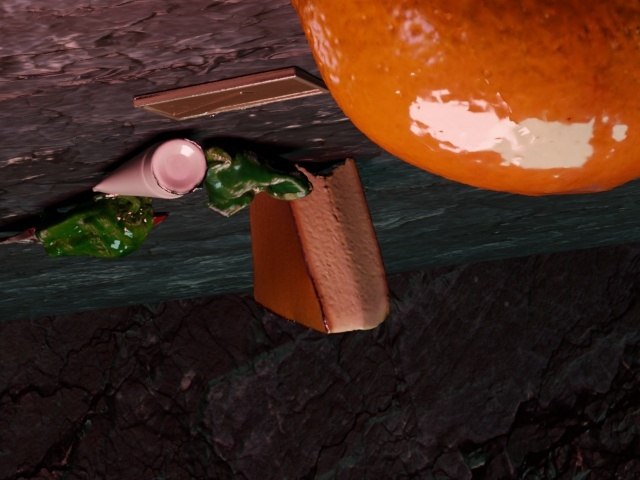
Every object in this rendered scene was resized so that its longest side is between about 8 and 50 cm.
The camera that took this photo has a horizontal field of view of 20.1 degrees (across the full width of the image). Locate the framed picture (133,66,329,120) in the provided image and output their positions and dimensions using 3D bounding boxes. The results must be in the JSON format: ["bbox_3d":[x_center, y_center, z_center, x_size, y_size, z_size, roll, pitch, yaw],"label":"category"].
[{"bbox_3d":[-0.076,-0.127,1.582,0.149,0.011,0.109,-9,174,15],"label":"framed picture"}]

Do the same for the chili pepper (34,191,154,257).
[{"bbox_3d":[-0.261,-0.019,2.095,0.100,0.074,0.257,44,147,-19],"label":"chili pepper"}]

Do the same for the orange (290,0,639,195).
[{"bbox_3d":[0.164,-0.152,1.274,0.310,0.274,0.274,-38,180,-11],"label":"orange"}]

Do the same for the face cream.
[{"bbox_3d":[-0.171,-0.069,1.853,0.092,0.058,0.244,-11,-178,-16],"label":"face cream"}]

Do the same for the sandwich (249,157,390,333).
[{"bbox_3d":[0.000,0.000,2.082,0.108,0.186,0.220,-6,-169,-23],"label":"sandwich"}]

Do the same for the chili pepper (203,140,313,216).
[{"bbox_3d":[-0.078,-0.071,1.913,0.108,0.062,0.216,-15,173,10],"label":"chili pepper"}]

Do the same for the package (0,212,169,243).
[{"bbox_3d":[-0.327,-0.008,2.343,0.154,0.030,0.239,-14,172,41],"label":"package"}]
